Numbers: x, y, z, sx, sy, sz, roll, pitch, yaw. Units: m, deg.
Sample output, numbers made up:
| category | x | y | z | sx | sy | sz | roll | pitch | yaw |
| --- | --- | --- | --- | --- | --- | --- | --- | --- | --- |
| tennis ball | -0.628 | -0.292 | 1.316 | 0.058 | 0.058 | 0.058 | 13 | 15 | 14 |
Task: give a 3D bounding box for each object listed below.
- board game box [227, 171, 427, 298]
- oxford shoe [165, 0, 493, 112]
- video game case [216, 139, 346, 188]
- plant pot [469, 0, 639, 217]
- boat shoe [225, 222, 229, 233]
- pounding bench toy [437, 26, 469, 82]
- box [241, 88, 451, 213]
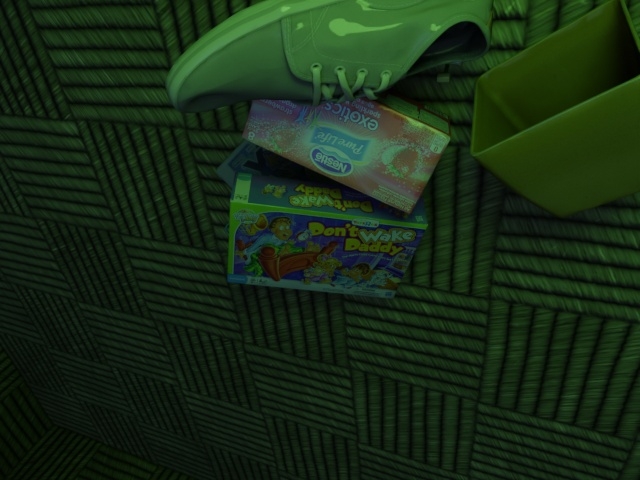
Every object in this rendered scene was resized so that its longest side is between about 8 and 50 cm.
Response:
| category | x | y | z | sx | sy | sz | roll | pitch | yaw |
| --- | --- | --- | --- | --- | --- | --- | --- | --- | --- |
| board game box | 0.000 | 0.000 | 0.958 | 0.347 | 0.078 | 0.233 | 6 | 138 | -6 |
| oxford shoe | 0.023 | -0.237 | 0.637 | 0.449 | 0.169 | 0.130 | -18 | 89 | -2 |
| video game case | -0.023 | -0.122 | 1.012 | 0.300 | 0.036 | 0.329 | 46 | 131 | -11 |
| plant pot | 0.355 | -0.159 | 0.689 | 0.212 | 0.212 | 0.187 | -25 | 123 | 38 |
| boat shoe | -0.145 | -0.007 | 1.083 | 0.109 | 0.089 | 0.258 | 24 | 144 | 21 |
| pounding bench toy | 0.196 | -0.288 | 0.753 | 0.052 | 0.065 | 0.083 | 16 | 129 | 17 |
| box | 0.047 | -0.186 | 0.813 | 0.300 | 0.154 | 0.142 | 24 | 118 | 0 |
